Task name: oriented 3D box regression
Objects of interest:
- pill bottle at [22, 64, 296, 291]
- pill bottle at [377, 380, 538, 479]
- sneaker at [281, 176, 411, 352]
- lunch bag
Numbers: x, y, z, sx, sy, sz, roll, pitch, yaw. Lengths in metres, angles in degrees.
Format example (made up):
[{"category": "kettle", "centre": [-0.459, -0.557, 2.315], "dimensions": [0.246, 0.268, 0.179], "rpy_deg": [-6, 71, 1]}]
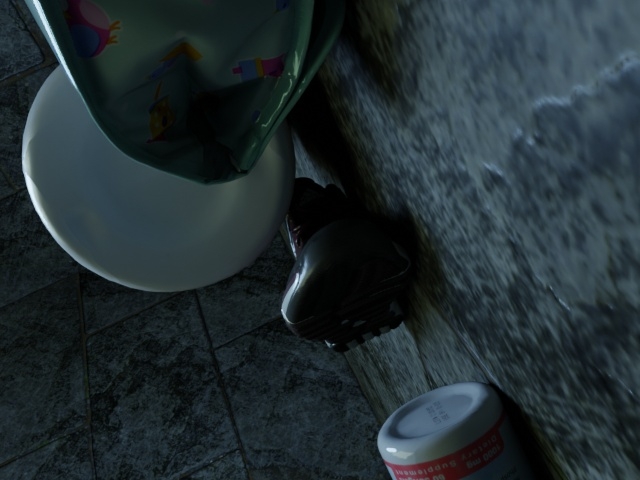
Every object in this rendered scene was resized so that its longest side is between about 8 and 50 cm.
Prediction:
[{"category": "pill bottle", "centre": [-0.147, -0.122, 0.723], "dimensions": [0.392, 0.224, 0.224], "rpy_deg": [-104, -9, -69]}, {"category": "pill bottle", "centre": [0.107, 0.182, 0.443], "dimensions": [0.160, 0.087, 0.087], "rpy_deg": [64, 176, -3]}, {"category": "sneaker", "centre": [0.000, 0.000, 0.599], "dimensions": [0.281, 0.106, 0.162], "rpy_deg": [76, 171, -71]}, {"category": "lunch bag", "centre": [-0.096, -0.182, 0.369], "dimensions": [0.262, 0.160, 0.223], "rpy_deg": [83, 161, -59]}]
